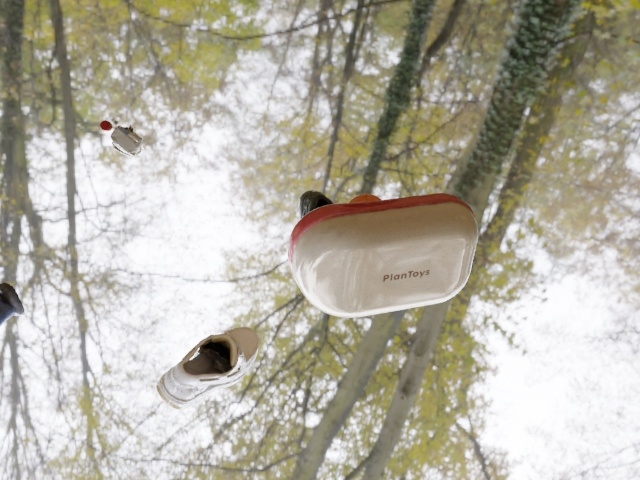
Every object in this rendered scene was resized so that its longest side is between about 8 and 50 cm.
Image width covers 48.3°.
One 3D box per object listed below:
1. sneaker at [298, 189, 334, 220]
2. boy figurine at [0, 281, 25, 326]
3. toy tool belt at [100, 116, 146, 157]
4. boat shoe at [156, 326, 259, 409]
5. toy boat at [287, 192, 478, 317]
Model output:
[{"bbox_3d":[0.000,0.000,1.663,0.087,0.227,0.130,-3,-172,-17],"label":"sneaker"},{"bbox_3d":[-0.727,0.186,1.382,0.177,0.092,0.285,19,-138,29],"label":"boy figurine"},{"bbox_3d":[-0.356,-0.187,1.292,0.083,0.052,0.051,37,-170,-1],"label":"toy tool belt"},{"bbox_3d":[-0.184,0.218,1.328,0.098,0.096,0.277,43,-151,8],"label":"boat shoe"},{"bbox_3d":[0.070,-0.003,0.889,0.231,0.151,0.151,-7,-142,-15],"label":"toy boat"}]
